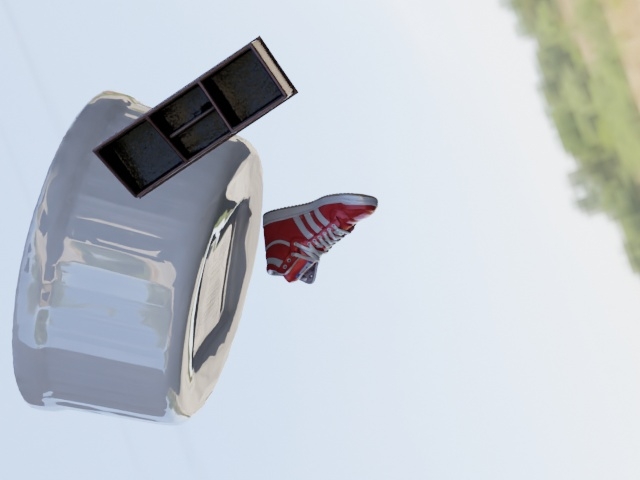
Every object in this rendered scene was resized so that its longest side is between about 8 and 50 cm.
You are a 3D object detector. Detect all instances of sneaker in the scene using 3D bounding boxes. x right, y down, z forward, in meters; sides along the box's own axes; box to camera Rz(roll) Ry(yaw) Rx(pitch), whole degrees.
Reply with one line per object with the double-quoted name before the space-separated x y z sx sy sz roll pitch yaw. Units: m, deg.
"sneaker" 0.000 0.000 1.554 0.042 0.118 0.067 22 -118 -47

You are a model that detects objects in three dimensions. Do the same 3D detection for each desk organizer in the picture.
"desk organizer" -0.083 -0.079 1.203 0.047 0.130 0.050 56 -172 -5

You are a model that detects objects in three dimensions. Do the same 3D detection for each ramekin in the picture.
"ramekin" -0.144 0.022 1.533 0.277 0.135 0.277 14 -90 -82
